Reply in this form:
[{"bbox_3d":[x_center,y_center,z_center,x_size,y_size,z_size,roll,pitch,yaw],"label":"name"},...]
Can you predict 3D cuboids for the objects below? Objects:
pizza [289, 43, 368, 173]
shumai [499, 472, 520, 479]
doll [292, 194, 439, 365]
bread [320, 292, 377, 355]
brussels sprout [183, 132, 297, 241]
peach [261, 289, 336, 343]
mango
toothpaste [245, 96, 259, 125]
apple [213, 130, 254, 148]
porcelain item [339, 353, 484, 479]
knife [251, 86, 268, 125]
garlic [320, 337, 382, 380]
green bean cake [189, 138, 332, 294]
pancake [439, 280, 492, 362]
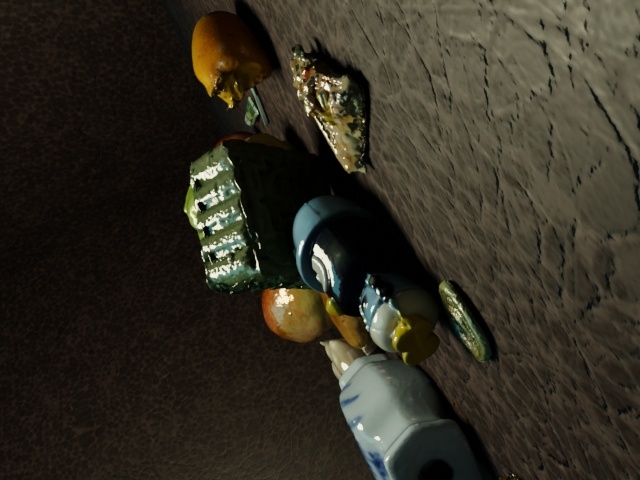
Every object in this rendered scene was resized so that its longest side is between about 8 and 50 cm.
[{"bbox_3d":[0.014,-0.161,0.783,0.185,0.052,0.195,60,173,-6],"label":"pizza"},{"bbox_3d":[0.252,0.466,0.876,0.218,0.185,0.184,61,173,10],"label":"shumai"},{"bbox_3d":[0.051,0.042,0.929,0.314,0.141,0.177,52,177,41],"label":"doll"},{"bbox_3d":[0.067,0.117,1.257,0.136,0.107,0.241,55,171,31],"label":"bread"},{"bbox_3d":[-0.145,-0.088,1.344,0.227,0.259,0.294,29,136,2],"label":"brussels sprout"},{"bbox_3d":[-0.050,0.137,1.704,0.256,0.232,0.232,60,174,-4],"label":"peach"},{"bbox_3d":[-0.164,-0.330,1.162,0.154,0.126,0.252,53,-173,-36],"label":"mango"},{"bbox_3d":[-0.177,-0.326,1.673,0.049,0.031,0.204,61,172,-3],"label":"toothpaste"},{"bbox_3d":[-0.212,-0.222,1.849,0.201,0.162,0.201,49,164,19],"label":"apple"},{"bbox_3d":[0.152,0.361,1.260,0.242,0.179,0.405,64,173,-12],"label":"porcelain item"},{"bbox_3d":[-0.153,-0.343,1.491,0.028,0.015,0.210,47,165,43],"label":"knife"},{"bbox_3d":[0.134,0.378,1.679,0.325,0.132,0.279,54,169,39],"label":"garlic"},{"bbox_3d":[-0.077,-0.035,1.080,0.255,0.132,0.241,5,-114,-47],"label":"green bean cake"},{"bbox_3d":[0.170,0.097,0.763,0.108,0.017,0.108,61,177,5],"label":"pancake"}]
